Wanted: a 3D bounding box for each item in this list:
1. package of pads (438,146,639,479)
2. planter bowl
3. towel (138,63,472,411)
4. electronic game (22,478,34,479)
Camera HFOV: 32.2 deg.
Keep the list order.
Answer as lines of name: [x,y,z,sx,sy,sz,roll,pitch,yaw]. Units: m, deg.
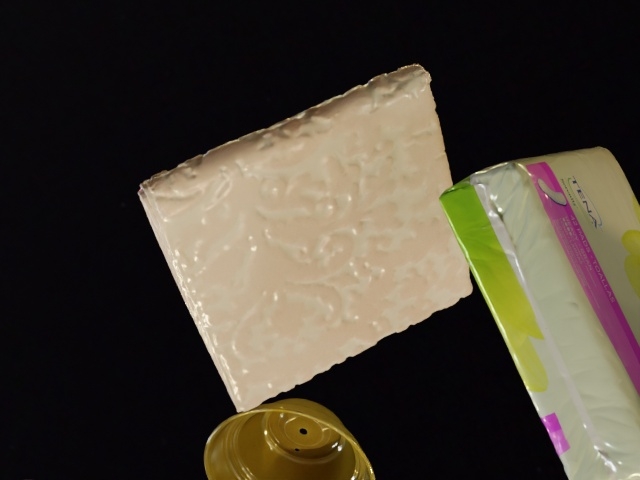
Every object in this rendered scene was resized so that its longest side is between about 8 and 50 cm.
package of pads: [0.255,0.059,1.035,0.101,0.229,0.296,-29,-99,35]
planter bowl: [-0.030,0.266,1.397,0.217,0.217,0.090,-14,-153,23]
towel: [0.000,0.000,1.236,0.332,0.316,0.053,-26,-145,-12]
electronic game: [-0.437,0.420,1.464,0.229,0.048,0.229,-38,-153,24]
